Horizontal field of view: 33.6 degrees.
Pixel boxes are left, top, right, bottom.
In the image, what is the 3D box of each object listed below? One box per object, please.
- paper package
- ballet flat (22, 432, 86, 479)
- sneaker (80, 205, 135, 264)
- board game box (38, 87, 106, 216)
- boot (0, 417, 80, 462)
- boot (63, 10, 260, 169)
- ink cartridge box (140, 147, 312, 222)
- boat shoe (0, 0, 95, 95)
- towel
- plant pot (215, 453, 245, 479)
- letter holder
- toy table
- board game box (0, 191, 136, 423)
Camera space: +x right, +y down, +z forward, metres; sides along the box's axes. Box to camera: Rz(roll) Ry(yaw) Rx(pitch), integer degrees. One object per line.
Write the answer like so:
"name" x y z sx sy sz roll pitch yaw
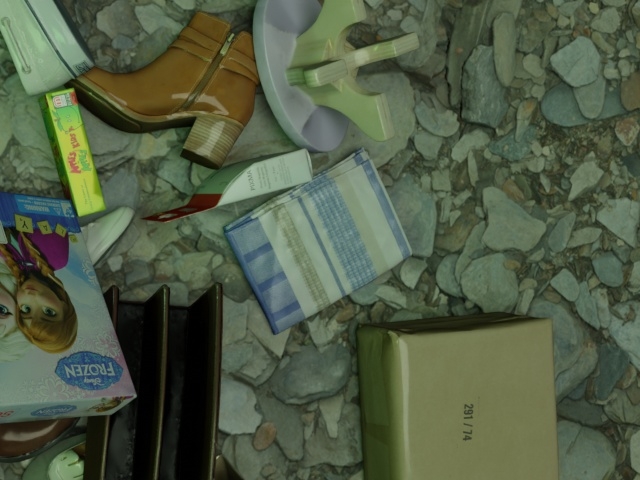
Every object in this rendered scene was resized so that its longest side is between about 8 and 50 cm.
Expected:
"paper package" 0.231 0.290 1.772 0.310 0.168 0.324 -4 93 -21
"ballet flat" -0.348 0.325 1.601 0.213 0.068 0.072 -24 102 -18
"sneaker" -0.374 0.008 1.578 0.094 0.080 0.212 46 76 -2
"board game box" -0.367 -0.128 1.559 0.043 0.092 0.181 -16 98 -21
"boot" -0.480 0.187 1.470 0.264 0.096 0.280 -9 128 -10
"boot" -0.227 -0.260 1.606 0.284 0.109 0.220 24 76 -10
"ink cartridge box" -0.149 -0.084 1.595 0.232 0.189 0.066 -12 96 -20
"boat shoe" -0.475 -0.365 1.490 0.156 0.136 0.367 -31 94 1
"towel" 0.000 0.000 1.741 0.285 0.034 0.209 -30 105 -15
"plant pot" -0.169 0.419 1.661 0.109 0.109 0.096 -25 114 -19
"letter holder" -0.238 0.215 1.517 0.152 0.214 0.301 8 72 -21
"toy table" 0.018 -0.275 1.635 0.252 0.161 0.274 -42 117 -39
"board game box" -0.418 0.080 1.369 0.319 0.066 0.318 5 56 -53
